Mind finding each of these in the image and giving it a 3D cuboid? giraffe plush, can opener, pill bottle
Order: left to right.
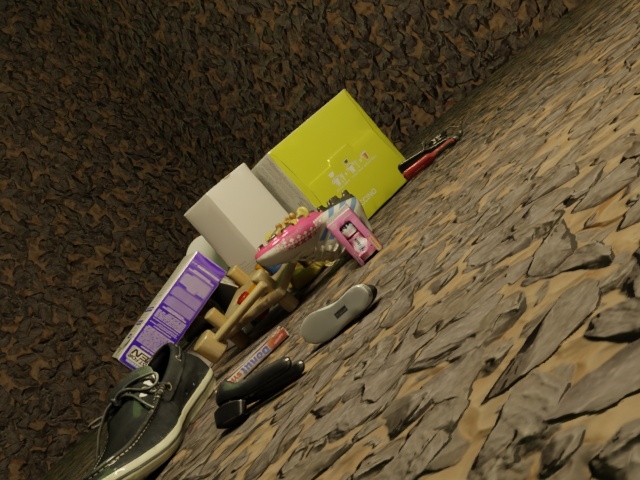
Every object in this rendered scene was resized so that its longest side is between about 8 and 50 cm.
[{"bbox_3d":[-0.280,0.070,2.402,0.204,0.204,0.361,-40,-17,18],"label":"pill bottle"},{"bbox_3d":[-0.091,0.218,1.056,0.186,0.073,0.059,-36,-32,30],"label":"can opener"},{"bbox_3d":[-0.053,0.014,1.889,0.181,0.170,0.210,-44,5,-29],"label":"giraffe plush"}]

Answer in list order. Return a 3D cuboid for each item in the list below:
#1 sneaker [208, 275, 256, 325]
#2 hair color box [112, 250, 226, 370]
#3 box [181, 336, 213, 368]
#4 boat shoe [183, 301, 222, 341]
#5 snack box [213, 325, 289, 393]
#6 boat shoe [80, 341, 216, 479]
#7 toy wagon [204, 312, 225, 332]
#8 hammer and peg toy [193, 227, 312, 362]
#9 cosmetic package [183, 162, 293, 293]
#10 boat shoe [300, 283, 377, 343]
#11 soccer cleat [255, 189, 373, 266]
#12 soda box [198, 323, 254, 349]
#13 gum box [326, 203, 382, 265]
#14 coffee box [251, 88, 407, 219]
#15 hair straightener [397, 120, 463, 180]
[{"bbox_3d":[-0.250,0.166,2.063,0.145,0.270,0.090,18,-84,-62],"label":"sneaker"},{"bbox_3d":[-0.399,0.197,1.871,0.339,0.110,0.185,-55,13,-17],"label":"hair color box"},{"bbox_3d":[-0.387,0.373,1.830,0.169,0.087,0.290,-41,5,13],"label":"box"},{"bbox_3d":[-0.374,0.216,2.108,0.123,0.116,0.324,-42,2,-4],"label":"boat shoe"},{"bbox_3d":[-0.135,0.236,1.389,0.178,0.022,0.064,-43,3,-11],"label":"snack box"},{"bbox_3d":[-0.341,0.337,1.356,0.187,0.156,0.500,-39,6,16],"label":"boat shoe"},{"bbox_3d":[-0.255,0.221,2.298,0.267,0.068,0.344,-40,5,20],"label":"toy wagon"},{"bbox_3d":[-0.150,0.142,1.701,0.266,0.127,0.361,-39,17,30],"label":"hammer and peg toy"},{"bbox_3d":[-0.187,-0.015,2.056,0.155,0.365,0.197,-37,6,45],"label":"cosmetic package"},{"bbox_3d":[0.030,0.111,1.069,0.142,0.049,0.040,-38,-13,29],"label":"boat shoe"},{"bbox_3d":[0.000,0.000,1.638,0.331,0.143,0.116,-33,0,-39],"label":"soccer cleat"},{"bbox_3d":[-0.269,0.262,1.978,0.069,0.074,0.216,-44,5,-36],"label":"soda box"},{"bbox_3d":[0.070,-0.015,1.509,0.062,0.107,0.188,-41,4,5],"label":"gum box"},{"bbox_3d":[0.016,-0.189,2.180,0.337,0.338,0.334,-44,6,-24],"label":"coffee box"},{"bbox_3d":[0.316,-0.273,2.060,0.230,0.047,0.089,-41,42,10],"label":"hair straightener"}]
